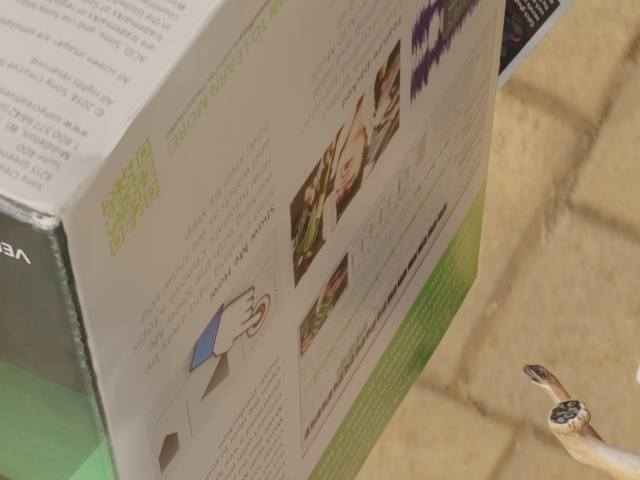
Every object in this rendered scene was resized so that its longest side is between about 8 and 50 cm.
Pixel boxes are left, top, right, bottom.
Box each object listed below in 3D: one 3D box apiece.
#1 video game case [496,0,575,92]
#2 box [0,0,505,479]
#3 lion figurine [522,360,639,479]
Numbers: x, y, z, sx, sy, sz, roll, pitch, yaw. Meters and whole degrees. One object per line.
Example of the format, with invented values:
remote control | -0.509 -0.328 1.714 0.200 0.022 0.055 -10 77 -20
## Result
video game case | 0.092 -0.205 1.128 0.173 0.022 0.190 -49 118 -23
box | -0.017 -0.004 0.535 0.058 0.232 0.322 23 148 17
lion figurine | 0.368 0.175 1.447 0.392 0.142 0.240 1 139 39
